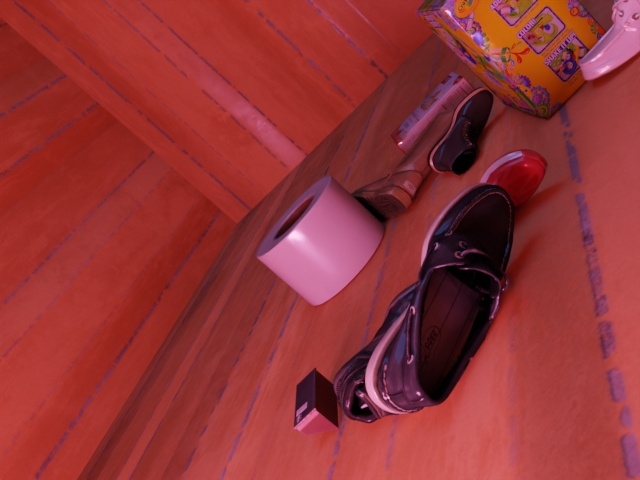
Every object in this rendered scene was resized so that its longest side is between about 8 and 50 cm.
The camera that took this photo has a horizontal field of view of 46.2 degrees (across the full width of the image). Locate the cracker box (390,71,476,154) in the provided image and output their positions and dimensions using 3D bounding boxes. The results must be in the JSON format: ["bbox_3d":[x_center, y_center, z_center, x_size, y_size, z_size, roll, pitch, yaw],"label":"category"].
[{"bbox_3d":[0.286,-0.317,1.905,0.232,0.067,0.155,-45,13,12],"label":"cracker box"}]

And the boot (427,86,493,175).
[{"bbox_3d":[0.309,-0.216,1.526,0.197,0.077,0.137,-60,15,6],"label":"boot"}]

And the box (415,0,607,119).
[{"bbox_3d":[0.354,-0.400,1.418,0.177,0.279,0.290,-46,13,10],"label":"box"}]

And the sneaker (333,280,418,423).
[{"bbox_3d":[0.105,0.157,1.011,0.227,0.087,0.130,-49,13,10],"label":"sneaker"}]

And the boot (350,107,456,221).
[{"bbox_3d":[0.202,-0.169,1.713,0.269,0.089,0.236,-53,23,-21],"label":"boot"}]

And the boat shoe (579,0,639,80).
[{"bbox_3d":[0.519,-0.383,1.221,0.277,0.096,0.098,-45,13,16],"label":"boat shoe"}]

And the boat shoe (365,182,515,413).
[{"bbox_3d":[0.177,0.064,0.947,0.340,0.127,0.113,-54,14,-19],"label":"boat shoe"}]

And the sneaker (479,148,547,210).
[{"bbox_3d":[0.255,-0.028,1.118,0.221,0.087,0.128,-54,14,43],"label":"sneaker"}]

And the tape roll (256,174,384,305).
[{"bbox_3d":[0.000,0.000,1.665,0.246,0.169,0.246,-46,12,12],"label":"tape roll"}]

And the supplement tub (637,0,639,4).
[{"bbox_3d":[0.508,-0.327,1.059,0.071,0.107,0.071,-46,12,13],"label":"supplement tub"}]

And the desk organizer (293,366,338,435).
[{"bbox_3d":[-0.006,0.256,1.161,0.047,0.050,0.130,-45,12,13],"label":"desk organizer"}]
